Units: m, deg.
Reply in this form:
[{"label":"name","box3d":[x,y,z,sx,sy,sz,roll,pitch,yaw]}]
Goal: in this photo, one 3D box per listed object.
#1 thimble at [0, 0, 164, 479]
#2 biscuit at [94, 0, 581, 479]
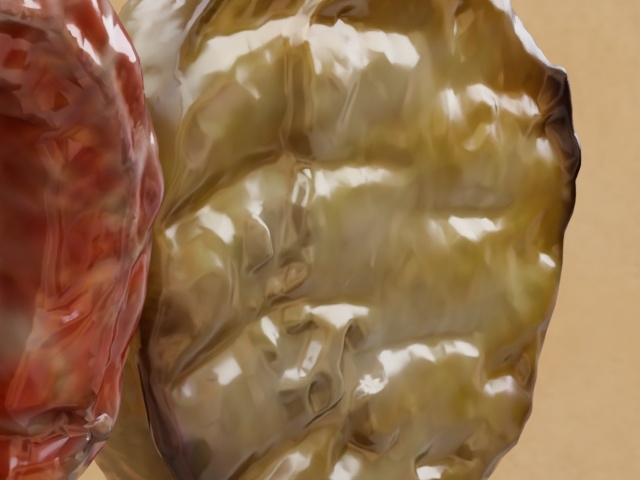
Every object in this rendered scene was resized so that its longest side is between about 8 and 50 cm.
[{"label":"thimble","box3d":[-0.166,0.002,0.562,0.162,0.239,0.239,15,-5,31]},{"label":"biscuit","box3d":[0.000,0.000,0.786,0.102,0.296,0.296,6,-9,38]}]
